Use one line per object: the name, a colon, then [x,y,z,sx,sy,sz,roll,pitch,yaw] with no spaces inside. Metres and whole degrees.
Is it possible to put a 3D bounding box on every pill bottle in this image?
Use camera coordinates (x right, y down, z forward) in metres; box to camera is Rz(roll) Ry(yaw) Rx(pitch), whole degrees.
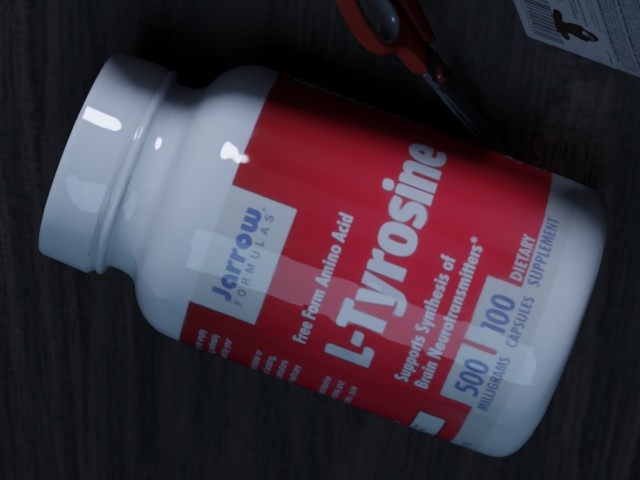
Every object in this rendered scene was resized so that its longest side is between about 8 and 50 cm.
pill bottle: [0.000,0.000,1.564,0.407,0.229,0.229,20,133,0]

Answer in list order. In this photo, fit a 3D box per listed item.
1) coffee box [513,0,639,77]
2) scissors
coffee box: [0.259,-0.176,1.310,0.246,0.141,0.098,25,157,36]
scissors: [0.076,-0.129,1.496,0.021,0.109,0.297,-2,136,29]
